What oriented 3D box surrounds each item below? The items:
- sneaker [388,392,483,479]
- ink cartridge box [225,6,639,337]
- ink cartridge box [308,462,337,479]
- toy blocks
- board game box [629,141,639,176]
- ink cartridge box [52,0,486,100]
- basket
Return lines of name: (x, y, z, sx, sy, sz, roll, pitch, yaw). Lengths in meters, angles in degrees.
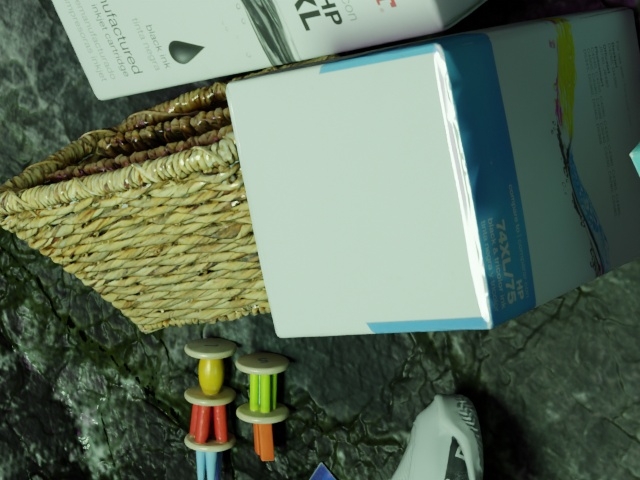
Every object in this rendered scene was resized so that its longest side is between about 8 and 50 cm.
sneaker: (0.013, 0.283, 1.265, 0.210, 0.137, 0.365, 12, 66, 8)
ink cartridge box: (0.105, -0.056, 1.147, 0.198, 0.270, 0.197, -5, 99, 41)
ink cartridge box: (0.056, 0.386, 1.435, 0.333, 0.065, 0.165, 45, 126, 23)
toy blocks: (-0.083, 0.181, 1.504, 0.123, 0.054, 0.148, 13, 109, 37)
board game box: (0.409, -0.004, 0.994, 0.336, 0.079, 0.253, -18, 104, 41)
ink cartridge box: (-0.062, -0.297, 1.249, 0.395, 0.166, 0.285, -6, 116, 40)
basket: (-0.098, -0.072, 1.298, 0.299, 0.223, 0.213, -10, 52, 39)
